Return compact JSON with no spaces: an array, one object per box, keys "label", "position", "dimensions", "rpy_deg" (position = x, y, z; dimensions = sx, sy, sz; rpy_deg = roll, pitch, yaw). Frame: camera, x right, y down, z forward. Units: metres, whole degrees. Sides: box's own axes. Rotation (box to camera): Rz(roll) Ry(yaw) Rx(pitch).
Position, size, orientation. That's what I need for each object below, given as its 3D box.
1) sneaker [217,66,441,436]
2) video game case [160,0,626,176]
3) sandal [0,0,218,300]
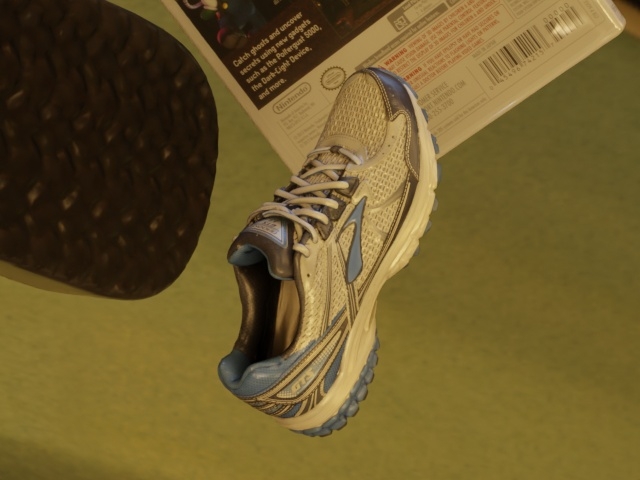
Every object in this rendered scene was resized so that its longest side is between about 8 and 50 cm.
[{"label":"sneaker","position":[0.000,0.000,0.560],"dimensions":[0.058,0.052,0.135],"rpy_deg":[21,80,-41]},{"label":"video game case","position":[0.029,-0.125,0.810],"dimensions":[0.173,0.190,0.022],"rpy_deg":[53,25,-6]},{"label":"sandal","position":[-0.192,-0.073,0.602],"dimensions":[0.446,0.107,0.167],"rpy_deg":[36,65,-59]}]
